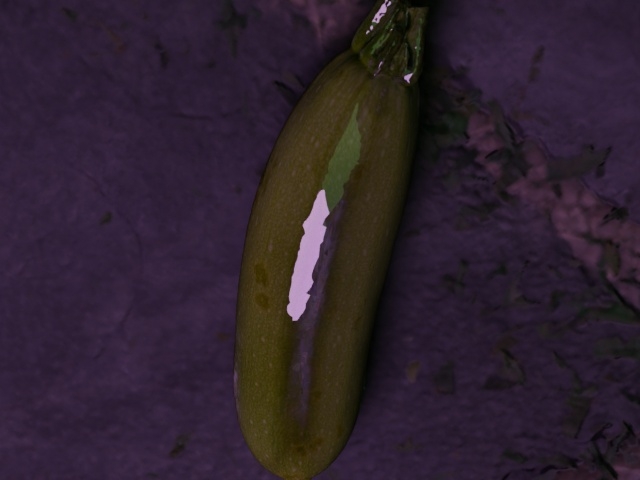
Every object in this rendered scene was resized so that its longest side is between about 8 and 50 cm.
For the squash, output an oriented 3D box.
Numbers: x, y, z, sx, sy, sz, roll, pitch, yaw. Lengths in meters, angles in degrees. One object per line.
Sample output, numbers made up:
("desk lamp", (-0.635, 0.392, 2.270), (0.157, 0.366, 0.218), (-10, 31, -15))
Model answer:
("squash", (0.000, 0.000, 0.971), (0.094, 0.094, 0.341), (12, 116, 0))
